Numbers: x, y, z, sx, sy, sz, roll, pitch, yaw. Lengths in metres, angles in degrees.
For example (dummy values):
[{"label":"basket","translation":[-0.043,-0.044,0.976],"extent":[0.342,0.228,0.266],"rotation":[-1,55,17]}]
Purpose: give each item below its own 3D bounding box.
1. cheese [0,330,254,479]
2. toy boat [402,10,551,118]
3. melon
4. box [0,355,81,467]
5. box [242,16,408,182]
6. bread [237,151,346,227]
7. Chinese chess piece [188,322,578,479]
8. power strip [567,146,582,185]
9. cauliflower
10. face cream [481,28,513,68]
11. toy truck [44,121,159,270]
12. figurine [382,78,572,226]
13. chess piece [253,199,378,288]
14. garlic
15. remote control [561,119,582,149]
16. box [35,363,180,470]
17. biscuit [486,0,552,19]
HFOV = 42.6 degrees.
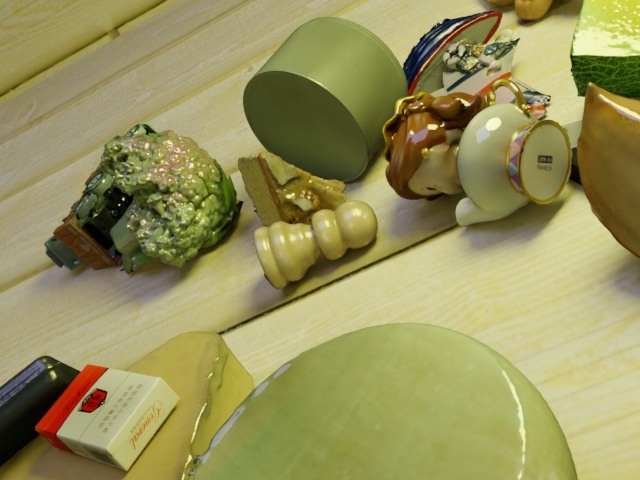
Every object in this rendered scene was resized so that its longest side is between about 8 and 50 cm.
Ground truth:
[{"label":"cheese","translation":[-0.261,0.296,0.958],"extent":[0.384,0.104,0.384],"rotation":[-24,32,16]},{"label":"toy boat","translation":[0.230,-0.243,1.305],"extent":[0.219,0.072,0.318],"rotation":[-29,46,20]},{"label":"melon","translation":[0.466,-0.250,0.979],"extent":[0.323,0.124,0.196],"rotation":[-9,-1,20]},{"label":"box","translation":[-0.363,0.229,1.062],"extent":[0.160,0.230,0.050],"rotation":[-39,73,-9]},{"label":"box","translation":[0.011,-0.221,1.308],"extent":[0.226,0.226,0.149],"rotation":[0,44,44]},{"label":"bread","translation":[-0.051,-0.087,1.263],"extent":[0.127,0.152,0.147],"rotation":[-41,22,-15]},{"label":"Chinese chess piece","translation":[0.048,0.235,0.710],"extent":[0.349,0.146,0.349],"rotation":[-24,33,16]},{"label":"power strip","translation":[0.333,-0.078,0.985],"extent":[0.029,0.038,0.111],"rotation":[-37,30,-3]},{"label":"cauliflower","translation":[-0.276,-0.046,1.398],"extent":[0.315,0.239,0.256],"rotation":[-41,53,21]},{"label":"face cream","translation":[0.293,-0.313,1.369],"extent":[0.038,0.020,0.115],"rotation":[-7,43,43]},{"label":"toy truck","translation":[-0.406,-0.094,1.624],"extent":[0.184,0.133,0.338],"rotation":[-20,34,39]},{"label":"figurine","translation":[0.187,-0.114,1.065],"extent":[0.263,0.142,0.190],"rotation":[15,97,51]},{"label":"chess piece","translation":[0.000,0.000,1.157],"extent":[0.170,0.094,0.094],"rotation":[-19,33,10]},{"label":"garlic","translation":[0.367,-0.027,0.737],"extent":[0.151,0.196,0.338],"rotation":[-48,32,6]},{"label":"remote control","translation":[0.393,-0.143,1.034],"extent":[0.261,0.029,0.067],"rotation":[-14,34,27]},{"label":"box","translation":[-0.245,0.198,0.937],"extent":[0.152,0.048,0.100],"rotation":[-2,40,44]},{"label":"biscuit","translation":[0.359,-0.519,1.406],"extent":[0.052,0.275,0.355],"rotation":[5,13,-20]}]
